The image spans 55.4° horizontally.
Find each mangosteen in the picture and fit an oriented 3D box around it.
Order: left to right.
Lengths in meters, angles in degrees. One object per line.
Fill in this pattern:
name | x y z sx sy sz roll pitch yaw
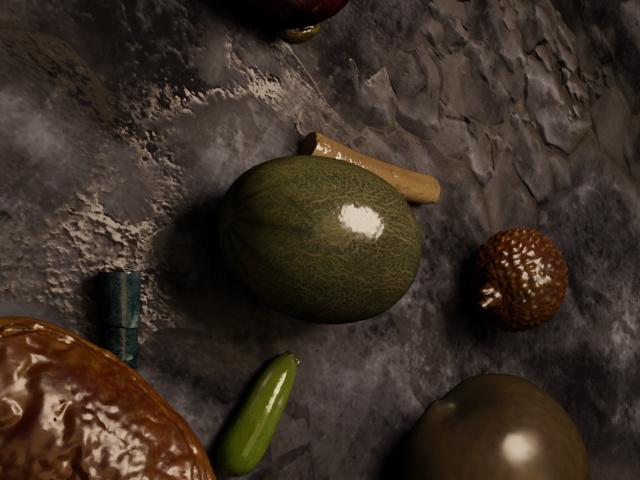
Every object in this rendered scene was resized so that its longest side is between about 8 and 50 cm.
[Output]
mangosteen | -0.040 -0.406 0.920 0.216 0.216 0.215 4 83 -36

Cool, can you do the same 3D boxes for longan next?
longan | 0.296 0.382 1.033 0.350 0.288 0.288 -17 95 -34

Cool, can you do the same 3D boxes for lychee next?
lychee | 0.379 0.078 1.180 0.238 0.200 0.200 -26 100 -39

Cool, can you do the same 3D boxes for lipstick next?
lipstick | -0.256 0.156 0.789 0.054 0.053 0.234 -1 87 -36

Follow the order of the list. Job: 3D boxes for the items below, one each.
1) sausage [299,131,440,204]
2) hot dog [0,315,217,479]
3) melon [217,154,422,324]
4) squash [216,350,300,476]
sausage | 0.096 -0.117 1.071 0.301 0.066 0.065 14 77 -32
hot dog | -0.285 0.259 0.664 0.387 0.174 0.267 44 73 -11
melon | 0.000 0.000 0.878 0.302 0.238 0.237 16 76 -30
squash | -0.087 0.252 0.897 0.066 0.066 0.201 44 59 -24
